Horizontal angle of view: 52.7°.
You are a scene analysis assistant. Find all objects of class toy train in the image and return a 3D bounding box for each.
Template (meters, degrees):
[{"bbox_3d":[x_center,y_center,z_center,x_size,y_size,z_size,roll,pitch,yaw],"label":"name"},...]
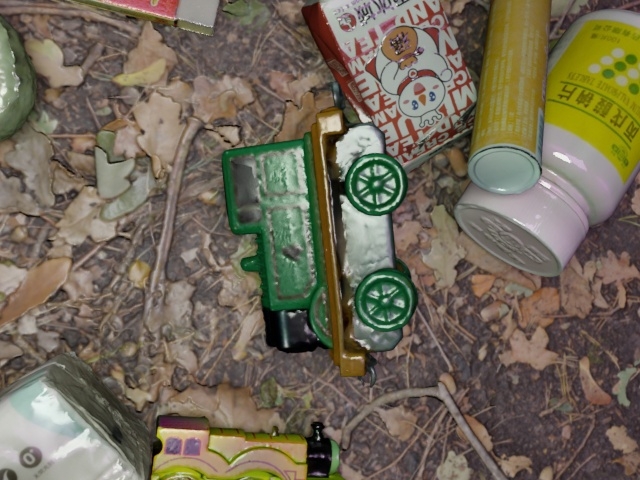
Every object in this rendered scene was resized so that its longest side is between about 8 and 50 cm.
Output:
[{"bbox_3d":[0.000,0.000,0.899,0.249,0.178,0.428,-5,96,5],"label":"toy train"},{"bbox_3d":[-0.102,0.328,0.906,0.297,0.100,0.160,9,85,-14],"label":"toy train"}]

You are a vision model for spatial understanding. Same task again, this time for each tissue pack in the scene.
[{"bbox_3d":[-0.389,0.316,0.750,0.356,0.266,0.194,-43,98,-12],"label":"tissue pack"}]

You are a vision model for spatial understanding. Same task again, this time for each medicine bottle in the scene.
[{"bbox_3d":[0.381,-0.148,0.983,0.214,0.213,0.378,38,80,-10],"label":"medicine bottle"},{"bbox_3d":[0.276,-0.257,0.920,0.108,0.108,0.425,25,55,-12],"label":"medicine bottle"}]

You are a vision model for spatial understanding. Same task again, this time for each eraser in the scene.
[{"bbox_3d":[-0.252,-0.398,0.923,0.230,0.038,0.157,11,86,-13],"label":"eraser"}]

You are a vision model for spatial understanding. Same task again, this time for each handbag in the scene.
[{"bbox_3d":[0.110,-0.251,0.962,0.171,0.151,0.298,-29,112,-2],"label":"handbag"}]

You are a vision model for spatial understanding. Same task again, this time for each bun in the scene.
[{"bbox_3d":[-0.458,-0.207,0.825,0.196,0.118,0.195,1,85,-8],"label":"bun"}]
